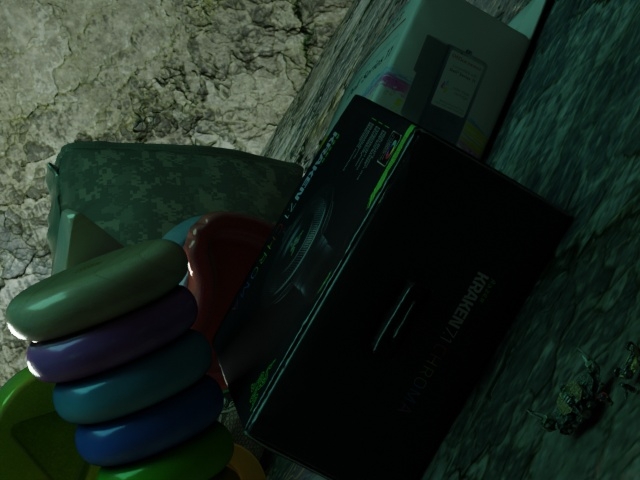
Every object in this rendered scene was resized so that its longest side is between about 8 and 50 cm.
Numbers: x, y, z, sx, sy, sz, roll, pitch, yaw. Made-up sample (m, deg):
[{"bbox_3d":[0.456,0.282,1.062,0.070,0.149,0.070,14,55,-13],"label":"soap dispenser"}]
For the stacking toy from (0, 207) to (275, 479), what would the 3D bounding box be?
[{"bbox_3d":[-0.162,0.108,1.430,0.130,0.279,0.309,18,90,53],"label":"stacking toy"}]

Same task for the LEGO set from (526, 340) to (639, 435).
[{"bbox_3d":[0.147,0.085,0.914,0.083,0.023,0.054,-14,48,61],"label":"LEGO set"}]

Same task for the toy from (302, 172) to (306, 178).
[{"bbox_3d":[0.000,0.000,1.922,0.137,0.056,0.237,-68,15,-1],"label":"toy"}]

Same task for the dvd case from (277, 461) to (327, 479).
[{"bbox_3d":[-0.026,0.232,1.443,0.221,0.018,0.164,-55,10,30],"label":"dvd case"}]

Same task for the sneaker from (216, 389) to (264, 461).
[{"bbox_3d":[-0.121,0.274,1.628,0.146,0.134,0.343,-8,34,32],"label":"sneaker"}]

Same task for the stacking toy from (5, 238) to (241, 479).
[{"bbox_3d":[-0.112,0.172,1.263,0.141,0.330,0.141,-20,8,3],"label":"stacking toy"}]

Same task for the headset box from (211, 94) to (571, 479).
[{"bbox_3d":[0.042,0.038,1.262,0.246,0.131,0.283,-60,13,5],"label":"headset box"}]

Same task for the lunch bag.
[{"bbox_3d":[-0.161,0.017,1.829,0.235,0.287,0.169,-100,28,-47],"label":"lunch bag"}]

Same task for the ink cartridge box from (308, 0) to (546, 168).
[{"bbox_3d":[0.076,-0.097,1.588,0.353,0.119,0.207,-65,9,-26],"label":"ink cartridge box"}]
